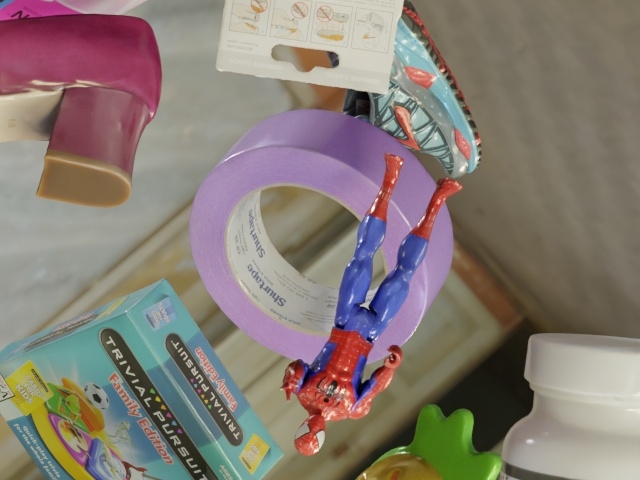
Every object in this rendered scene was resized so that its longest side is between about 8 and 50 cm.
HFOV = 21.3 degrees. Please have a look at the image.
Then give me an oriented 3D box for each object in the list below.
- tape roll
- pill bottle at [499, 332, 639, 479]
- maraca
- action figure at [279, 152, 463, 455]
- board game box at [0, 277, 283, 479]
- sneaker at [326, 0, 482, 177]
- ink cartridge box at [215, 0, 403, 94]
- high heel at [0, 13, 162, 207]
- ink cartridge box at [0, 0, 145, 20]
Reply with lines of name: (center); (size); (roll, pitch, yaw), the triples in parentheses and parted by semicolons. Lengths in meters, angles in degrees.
tape roll: (0.000, 0.000, 1.824); (0.275, 0.274, 0.090); (51, -141, -12)
pill bottle: (0.272, 0.278, 1.619); (0.210, 0.210, 0.363); (-90, 4, -89)
maraca: (0.069, 0.202, 1.214); (0.099, 0.186, 0.127); (3, -141, -41)
action figure: (0.039, 0.063, 1.501); (0.091, 0.280, 0.139); (23, 179, -1)
board game box: (-0.238, 0.208, 2.041); (0.336, 0.079, 0.254); (-22, 105, 45)
sneaker: (0.084, -0.153, 1.825); (0.262, 0.125, 0.104); (55, -167, -43)
ink cartridge box: (-0.002, -0.268, 1.714); (0.181, 0.225, 0.056); (8, -179, 1)
high heel: (-0.318, -0.150, 1.388); (0.377, 0.181, 0.127); (18, 142, -17)
ink cartridge box: (-0.224, -0.261, 1.474); (0.175, 0.371, 0.069); (27, -128, -43)
